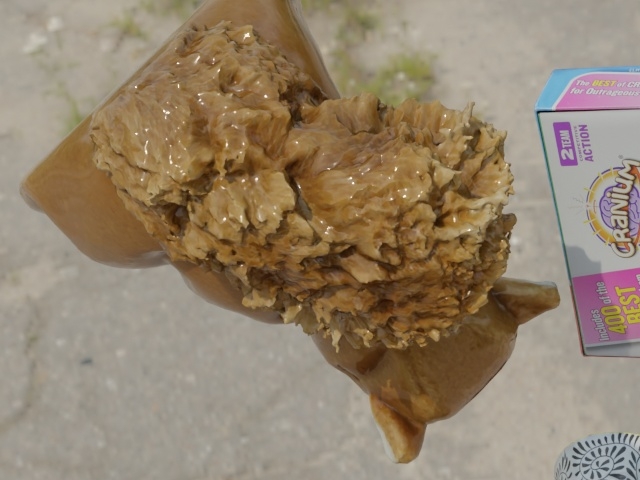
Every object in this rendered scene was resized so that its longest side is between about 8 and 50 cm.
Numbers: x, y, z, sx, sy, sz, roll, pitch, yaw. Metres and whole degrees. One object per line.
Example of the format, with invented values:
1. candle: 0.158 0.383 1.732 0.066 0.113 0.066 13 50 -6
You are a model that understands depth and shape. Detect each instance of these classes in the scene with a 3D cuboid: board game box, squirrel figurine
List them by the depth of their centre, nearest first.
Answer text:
1. squirrel figurine: 0.000 0.000 1.239 0.281 0.370 0.397 -44 9 -4
2. board game box: 0.339 -0.019 1.267 0.317 0.242 0.064 1 35 24

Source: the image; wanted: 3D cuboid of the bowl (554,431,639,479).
1. bowl: 0.337 0.301 1.867 0.170 0.170 0.080 5 42 19
